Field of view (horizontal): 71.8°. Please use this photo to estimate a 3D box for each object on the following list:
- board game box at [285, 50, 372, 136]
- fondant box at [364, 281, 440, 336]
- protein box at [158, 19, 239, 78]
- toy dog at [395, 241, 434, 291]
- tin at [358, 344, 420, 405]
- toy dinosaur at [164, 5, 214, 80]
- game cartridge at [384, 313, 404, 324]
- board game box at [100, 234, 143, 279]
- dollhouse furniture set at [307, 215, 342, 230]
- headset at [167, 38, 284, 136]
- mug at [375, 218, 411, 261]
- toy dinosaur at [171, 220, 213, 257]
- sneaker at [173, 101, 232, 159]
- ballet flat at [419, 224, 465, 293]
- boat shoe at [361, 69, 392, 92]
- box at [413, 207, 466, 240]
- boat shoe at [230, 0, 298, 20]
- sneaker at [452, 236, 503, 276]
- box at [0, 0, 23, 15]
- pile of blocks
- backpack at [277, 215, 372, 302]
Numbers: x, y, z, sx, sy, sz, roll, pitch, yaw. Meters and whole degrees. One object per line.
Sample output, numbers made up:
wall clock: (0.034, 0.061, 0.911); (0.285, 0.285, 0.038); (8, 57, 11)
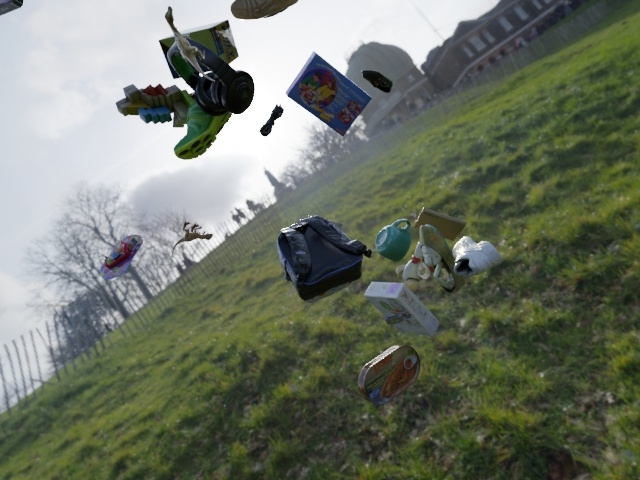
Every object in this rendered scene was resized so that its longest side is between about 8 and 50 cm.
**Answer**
board game box: (0.040, -0.694, 2.113); (0.233, 0.347, 0.078); (-50, 29, 18)
fondant box: (0.412, 0.346, 2.235); (0.238, 0.330, 0.096); (-5, 46, 55)
protein box: (-0.430, -0.691, 1.595); (0.200, 0.136, 0.201); (-7, 33, 13)
toy dog: (0.562, 0.146, 2.475); (0.161, 0.220, 0.334); (-1, -24, -21)
tin: (0.176, 0.339, 1.129); (0.189, 0.106, 0.040); (-24, 11, -30)
toy dinosaur: (-0.300, -0.427, 1.001); (0.053, 0.183, 0.092); (-30, 12, 9)
game cartridge: (0.347, 0.372, 2.075); (0.083, 0.017, 0.056); (-16, -41, 17)
board game box: (-0.631, 0.040, 1.373); (0.133, 0.033, 0.169); (2, 56, 33)
dollhouse furniture set: (0.000, 0.000, 1.884); (0.129, 0.129, 0.184); (-150, 72, -77)
headset: (-0.283, -0.482, 1.385); (0.243, 0.394, 0.185); (18, 71, 50)
mug: (0.279, -0.006, 1.729); (0.129, 0.097, 0.158); (-29, 43, 57)
toy dinosaur: (-0.536, -0.016, 1.788); (0.211, 0.112, 0.064); (-16, -29, 22)
sneaker: (-0.412, -0.395, 1.513); (0.295, 0.123, 0.109); (-58, -5, -21)
ballet flat: (0.492, 0.091, 1.826); (0.123, 0.348, 0.123); (-28, 28, 17)
boat shoe: (0.193, -0.543, 1.502); (0.133, 0.042, 0.049); (12, -7, -36)
box: (0.545, -0.072, 2.032); (0.164, 0.201, 0.021); (100, -169, -64)
boat shoe: (-0.225, -0.950, 1.791); (0.285, 0.103, 0.092); (-23, 10, -8)
sneaker: (0.433, 0.054, 1.315); (0.115, 0.090, 0.232); (-36, 3, -4)
box: (-0.755, -0.603, 1.060); (0.162, 0.116, 0.029); (5, -8, 32)
pile of blocks: (-0.546, -0.493, 1.576); (0.362, 0.149, 0.112); (-5, -32, -11)
backpack: (-0.013, 0.054, 1.467); (0.276, 0.263, 0.213); (-19, -36, -22)
